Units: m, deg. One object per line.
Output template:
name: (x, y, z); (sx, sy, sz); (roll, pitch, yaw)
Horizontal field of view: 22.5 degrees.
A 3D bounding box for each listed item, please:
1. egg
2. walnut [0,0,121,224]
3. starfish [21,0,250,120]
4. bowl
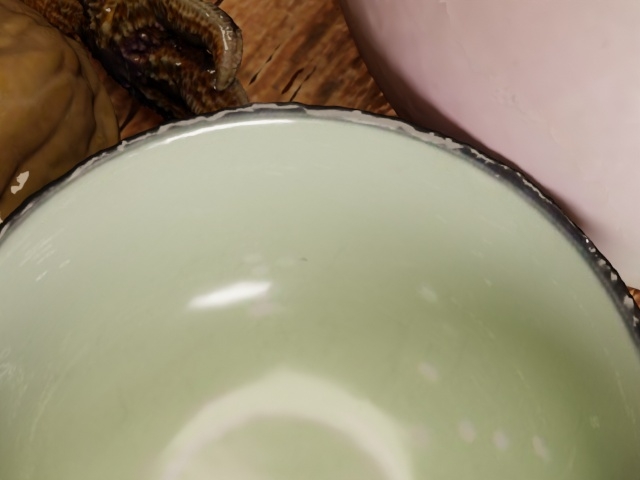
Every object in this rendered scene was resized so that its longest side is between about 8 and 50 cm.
egg: (0.182, -0.134, 0.864); (0.355, 0.354, 0.339); (-6, 72, -7)
walnut: (-0.206, -0.038, 0.868); (0.213, 0.213, 0.213); (2, 63, -3)
starfish: (-0.112, -0.124, 0.944); (0.071, 0.216, 0.238); (-35, 33, -29)
bowl: (-0.015, 0.126, 0.802); (0.354, 0.185, 0.353); (2, 64, -4)
